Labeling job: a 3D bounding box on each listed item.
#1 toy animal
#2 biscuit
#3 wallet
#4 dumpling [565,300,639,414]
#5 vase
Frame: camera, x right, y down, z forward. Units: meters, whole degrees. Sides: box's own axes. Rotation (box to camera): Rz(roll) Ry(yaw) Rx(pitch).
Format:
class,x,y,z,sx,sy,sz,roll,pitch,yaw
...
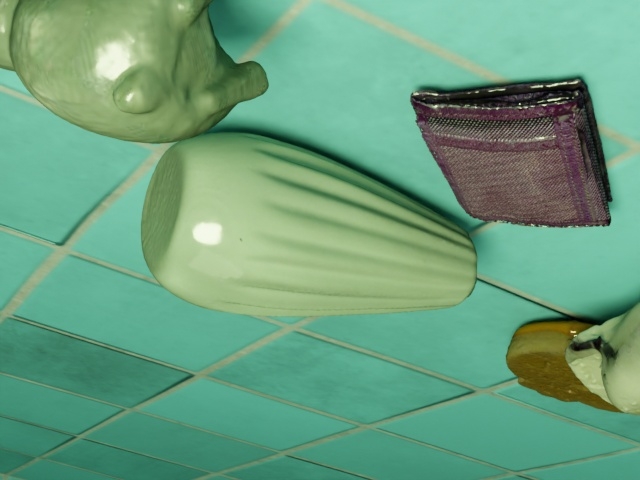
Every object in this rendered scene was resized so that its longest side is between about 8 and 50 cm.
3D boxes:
class,x,y,z,sx,sy,sz,roll,pitch,yaw
toy animal,-0.149,-0.124,0.577,0.236,0.138,0.108,15,127,21
biscuit,0.259,0.117,1.009,0.170,0.050,0.170,17,159,6
wallet,0.133,-0.053,0.712,0.111,0.030,0.166,-2,153,22
dumpling,0.298,0.092,0.870,0.176,0.092,0.150,-38,139,20
vase,0.000,0.000,0.773,0.248,0.128,0.128,12,156,-26
